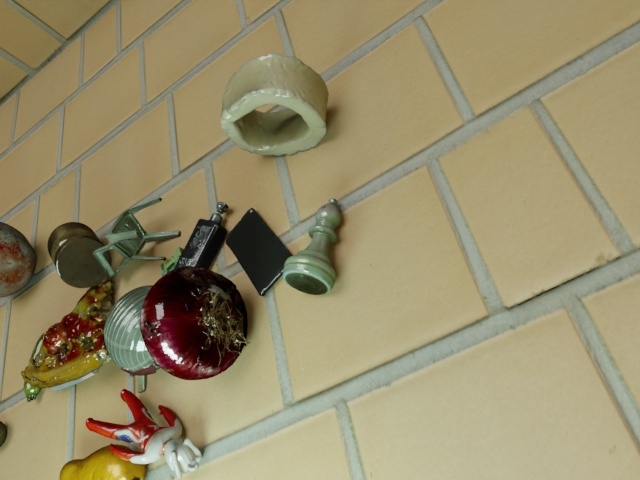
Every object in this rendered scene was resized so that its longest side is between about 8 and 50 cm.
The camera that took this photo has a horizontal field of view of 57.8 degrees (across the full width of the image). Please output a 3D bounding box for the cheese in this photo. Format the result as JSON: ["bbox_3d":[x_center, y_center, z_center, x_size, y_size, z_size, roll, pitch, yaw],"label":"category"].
[{"bbox_3d":[-0.146,-0.391,1.727,0.332,0.292,0.153,-17,58,36],"label":"cheese"}]

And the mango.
[{"bbox_3d":[-0.610,0.671,1.631,0.295,0.120,0.177,-19,65,30],"label":"mango"}]

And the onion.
[{"bbox_3d":[-0.343,0.218,1.542,0.232,0.314,0.314,-17,58,36],"label":"onion"}]

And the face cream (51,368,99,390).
[{"bbox_3d":[-0.828,0.445,1.951,0.198,0.057,0.084,-25,53,21],"label":"face cream"}]

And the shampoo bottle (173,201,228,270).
[{"bbox_3d":[-0.372,0.021,1.828,0.098,0.071,0.309,14,74,43],"label":"shampoo bottle"}]

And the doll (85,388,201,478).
[{"bbox_3d":[-0.469,0.533,1.587,0.384,0.099,0.188,15,39,36],"label":"doll"}]

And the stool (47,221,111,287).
[{"bbox_3d":[-0.865,0.047,2.069,0.264,0.179,0.179,25,83,56],"label":"stool"}]

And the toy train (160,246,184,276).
[{"bbox_3d":[-0.476,0.081,1.887,0.122,0.050,0.081,-42,44,12],"label":"toy train"}]

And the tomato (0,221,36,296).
[{"bbox_3d":[-1.316,0.078,2.337,0.282,0.317,0.317,-33,47,-13],"label":"tomato"}]

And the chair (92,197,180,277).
[{"bbox_3d":[-0.630,0.007,1.952,0.274,0.190,0.203,-10,38,27],"label":"chair"}]

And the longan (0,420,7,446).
[{"bbox_3d":[-1.161,0.689,2.050,0.119,0.106,0.106,126,150,-59],"label":"longan"}]

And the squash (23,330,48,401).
[{"bbox_3d":[-1.012,0.449,2.079,0.069,0.069,0.258,-9,62,33],"label":"squash"}]

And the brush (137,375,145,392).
[{"bbox_3d":[-0.555,0.382,1.804,0.033,0.030,0.178,-17,68,20],"label":"brush"}]

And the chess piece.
[{"bbox_3d":[0.000,0.000,1.542,0.139,0.139,0.272,-6,52,34],"label":"chess piece"}]

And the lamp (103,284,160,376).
[{"bbox_3d":[-0.508,0.265,1.691,0.233,0.233,0.265,31,79,42],"label":"lamp"}]

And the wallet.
[{"bbox_3d":[-0.185,0.029,1.712,0.146,0.030,0.285,-49,47,9],"label":"wallet"}]

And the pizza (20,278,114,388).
[{"bbox_3d":[-0.821,0.293,1.945,0.440,0.130,0.406,-18,44,29],"label":"pizza"}]
